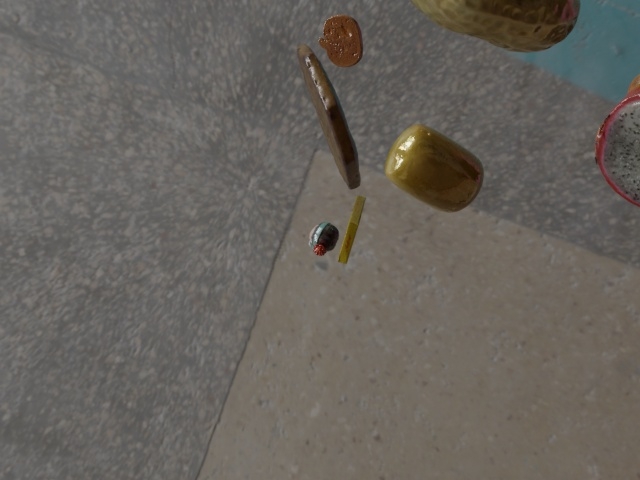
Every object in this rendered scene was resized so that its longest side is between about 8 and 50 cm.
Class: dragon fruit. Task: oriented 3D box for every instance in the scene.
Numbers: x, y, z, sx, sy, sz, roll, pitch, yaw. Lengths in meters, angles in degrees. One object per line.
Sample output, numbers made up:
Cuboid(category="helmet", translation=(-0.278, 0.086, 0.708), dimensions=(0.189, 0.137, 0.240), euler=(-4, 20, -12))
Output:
Cuboid(category="dragon fruit", translation=(0.748, -0.214, 1.625), dimensions=(0.226, 0.305, 0.305), euler=(-38, 98, -38))

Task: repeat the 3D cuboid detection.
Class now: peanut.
Cuboid(category="peanut", translation=(0.239, -0.368, 1.139), dimensions=(0.325, 0.140, 0.153), euler=(17, 86, -24))

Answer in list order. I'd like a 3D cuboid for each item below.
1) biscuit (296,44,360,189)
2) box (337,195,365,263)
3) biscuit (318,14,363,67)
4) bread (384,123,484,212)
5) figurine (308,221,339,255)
Cuboid(category="biscuit", translation=(0.022, -0.288, 1.829), dimensions=(0.046, 0.359, 0.358), euler=(-22, 95, 0))
Cuboid(category="box", translation=(0.062, -0.023, 1.539), dimensions=(0.023, 0.155, 0.086), euler=(19, 114, 0))
Cuboid(category="biscuit", translation=(0.035, -0.346, 1.366), dimensions=(0.078, 0.015, 0.091), euler=(3, 117, 20))
Cuboid(category="bread", translation=(0.243, -0.143, 1.637), dimensions=(0.217, 0.098, 0.147), euler=(23, 102, -27))
Cuboid(category="figurine", translation=(0.000, 0.000, 1.351), dimensions=(0.047, 0.106, 0.060), euler=(30, 83, -7))
